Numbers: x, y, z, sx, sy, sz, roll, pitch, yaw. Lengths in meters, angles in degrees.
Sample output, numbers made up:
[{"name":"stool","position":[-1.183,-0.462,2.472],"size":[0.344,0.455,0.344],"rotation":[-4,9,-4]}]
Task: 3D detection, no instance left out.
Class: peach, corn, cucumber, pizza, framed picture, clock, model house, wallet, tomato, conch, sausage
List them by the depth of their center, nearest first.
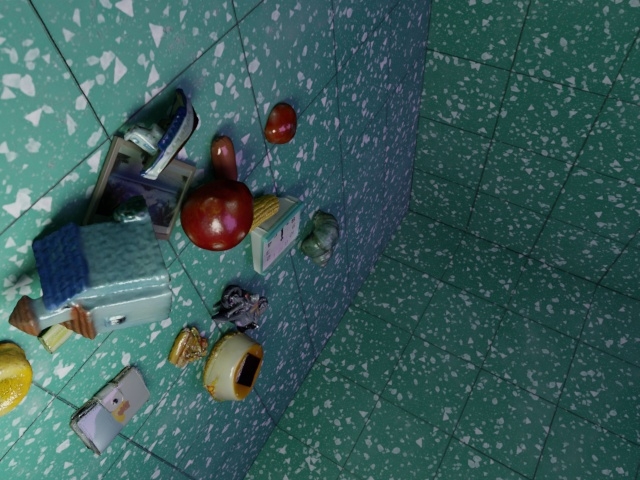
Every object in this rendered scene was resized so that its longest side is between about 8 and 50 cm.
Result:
[{"name":"model house","position":[-0.533,0.098,1.124],"size":[0.329,0.252,0.295],"rotation":[-19,161,-28]},{"name":"cucumber","position":[-0.636,0.213,1.194],"size":[0.107,0.035,0.067],"rotation":[-54,146,-42]},{"name":"framed picture","position":[-0.460,-0.122,1.278],"size":[0.232,0.024,0.315],"rotation":[-69,160,3]},{"name":"peach","position":[-0.295,-0.077,1.444],"size":[0.243,0.199,0.243],"rotation":[-45,-178,2]},{"name":"wallet","position":[-0.630,0.506,1.482],"size":[0.231,0.069,0.170],"rotation":[-50,137,-44]},{"name":"sausage","position":[-0.293,-0.232,1.497],"size":[0.077,0.077,0.194],"rotation":[-49,154,-37]},{"name":"tomato","position":[-0.125,-0.405,1.724],"size":[0.156,0.069,0.156],"rotation":[-51,154,-37]},{"name":"corn","position":[-0.236,-0.099,1.755],"size":[0.244,0.093,0.094],"rotation":[-44,150,-52]},{"name":"pizza","position":[-0.466,0.398,1.769],"size":[0.147,0.069,0.226],"rotation":[-60,159,-21]},{"name":"clock","position":[-0.185,-0.029,1.946],"size":[0.262,0.116,0.231],"rotation":[-48,158,-37]},{"name":"conch","position":[0.000,0.000,2.356],"size":[0.220,0.195,0.278],"rotation":[-105,-173,-79]}]

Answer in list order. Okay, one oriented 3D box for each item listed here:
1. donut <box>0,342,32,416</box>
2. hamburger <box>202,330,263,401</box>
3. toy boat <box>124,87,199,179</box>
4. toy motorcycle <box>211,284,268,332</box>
[{"name":"donut","position":[-0.708,0.318,1.079],"size":[0.181,0.078,0.146],"rotation":[-64,157,-2]},{"name":"hamburger","position":[-0.362,0.511,1.992],"size":[0.276,0.178,0.295],"rotation":[53,54,-66]},{"name":"toy boat","position":[-0.386,-0.267,1.186],"size":[0.115,0.114,0.262],"rotation":[44,53,-29]},{"name":"toy motorcycle","position":[-0.308,0.276,1.933],"size":[0.307,0.108,0.174],"rotation":[35,77,-59]}]
